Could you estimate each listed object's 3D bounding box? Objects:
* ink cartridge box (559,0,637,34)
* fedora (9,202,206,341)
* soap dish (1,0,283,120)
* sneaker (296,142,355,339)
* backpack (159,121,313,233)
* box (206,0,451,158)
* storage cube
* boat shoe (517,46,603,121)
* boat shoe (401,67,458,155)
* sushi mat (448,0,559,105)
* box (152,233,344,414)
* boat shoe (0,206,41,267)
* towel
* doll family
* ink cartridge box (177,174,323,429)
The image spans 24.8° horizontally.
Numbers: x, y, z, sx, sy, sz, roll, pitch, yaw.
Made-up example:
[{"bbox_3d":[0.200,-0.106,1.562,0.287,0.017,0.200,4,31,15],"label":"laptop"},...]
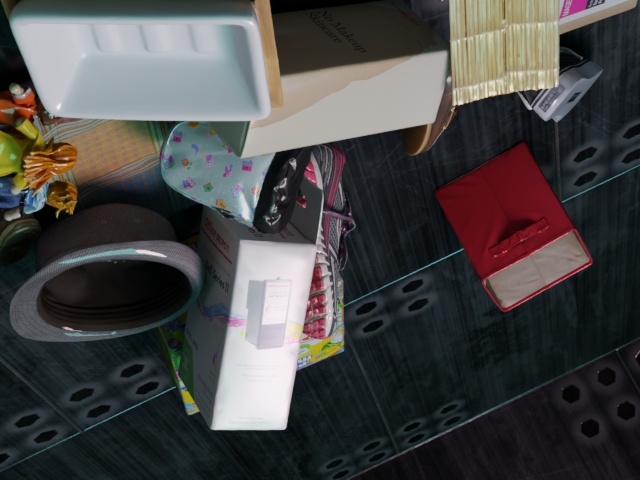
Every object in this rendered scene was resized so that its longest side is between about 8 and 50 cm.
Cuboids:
[{"bbox_3d":[0.350,-0.386,1.975,0.193,0.088,0.234,-22,154,-11],"label":"ink cartridge box"},{"bbox_3d":[-0.301,0.033,2.021,0.275,0.124,0.243,-9,148,-11],"label":"fedora"},{"bbox_3d":[-0.191,-0.235,1.625,0.291,0.118,0.229,2,153,5],"label":"soap dish"},{"bbox_3d":[0.000,0.000,2.167,0.112,0.299,0.121,-7,-172,-40],"label":"sneaker"},{"bbox_3d":[-0.116,-0.100,1.891,0.115,0.182,0.152,-9,120,-77],"label":"backpack"},{"bbox_3d":[0.003,-0.213,1.871,0.311,0.148,0.121,-14,135,-34],"label":"box"},{"bbox_3d":[0.334,-0.021,2.519,0.184,0.193,0.215,-30,155,8],"label":"storage cube"},{"bbox_3d":[0.346,-0.246,2.212,0.113,0.105,0.306,-51,171,22],"label":"boat shoe"},{"bbox_3d":[0.176,-0.202,2.174,0.073,0.073,0.207,-13,151,-21],"label":"boat shoe"},{"bbox_3d":[0.232,-0.330,1.840,0.151,0.019,0.316,-9,117,-9],"label":"sushi mat"},{"bbox_3d":[-0.126,0.110,2.360,0.290,0.177,0.279,-22,154,-10],"label":"box"},{"bbox_3d":[-0.434,-0.008,1.997,0.064,0.060,0.178,-11,164,-35],"label":"boat shoe"},{"bbox_3d":[-0.249,-0.119,1.982,0.271,0.040,0.370,-23,154,-8],"label":"towel"},{"bbox_3d":[-0.380,-0.081,1.795,0.163,0.118,0.263,2,148,-15],"label":"doll family"},{"bbox_3d":[-0.104,0.069,2.068,0.119,0.207,0.353,4,106,-21],"label":"ink cartridge box"}]
